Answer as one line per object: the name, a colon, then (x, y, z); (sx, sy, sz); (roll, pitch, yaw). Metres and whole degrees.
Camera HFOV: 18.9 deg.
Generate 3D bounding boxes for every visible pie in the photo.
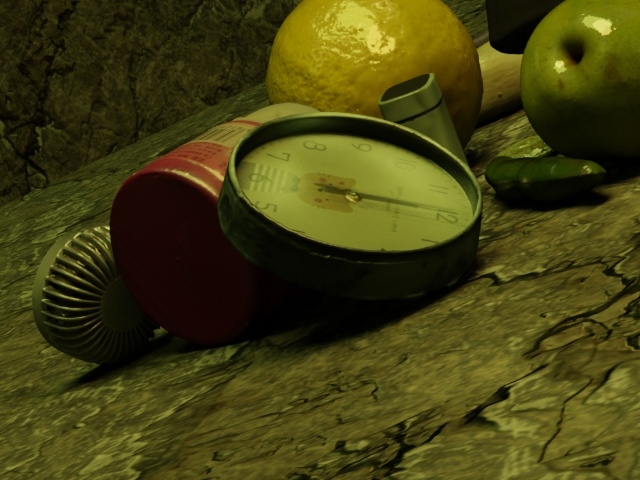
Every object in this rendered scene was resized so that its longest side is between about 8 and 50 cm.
pie: (0.217, -0.093, 1.998); (0.085, 0.017, 0.085); (-21, 11, 4)

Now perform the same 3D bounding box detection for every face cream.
face cream: (-0.068, -0.020, 1.758); (0.175, 0.175, 0.195); (-13, 14, 44)

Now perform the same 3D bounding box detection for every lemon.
lemon: (0.069, -0.161, 2.100); (0.240, 0.240, 0.219); (-25, 39, -15)

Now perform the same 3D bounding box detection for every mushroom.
mushroom: (0.195, -0.191, 2.381); (0.351, 0.095, 0.123); (-23, -8, -15)

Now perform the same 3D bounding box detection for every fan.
fan: (-0.162, 0.042, 1.839); (0.244, 0.130, 0.074); (-12, 20, -40)

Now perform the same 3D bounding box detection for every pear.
pear: (0.288, -0.143, 1.779); (0.180, 0.166, 0.216); (-20, -30, 35)

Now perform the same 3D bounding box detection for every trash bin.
trash bin: (0.108, -0.092, 1.899); (0.059, 0.130, 0.116); (-20, 9, 11)

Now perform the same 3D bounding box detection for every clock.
clock: (0.027, -0.033, 1.614); (0.226, 0.049, 0.226); (6, 34, -4)

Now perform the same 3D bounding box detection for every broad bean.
broad bean: (0.194, -0.058, 1.788); (0.060, 0.043, 0.297); (-14, 7, -12)

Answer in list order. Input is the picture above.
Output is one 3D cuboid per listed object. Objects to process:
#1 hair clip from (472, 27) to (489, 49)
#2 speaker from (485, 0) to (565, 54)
hair clip: (0.221, -0.262, 2.753); (0.137, 0.090, 0.278); (-14, 7, 41)
speaker: (0.362, -0.286, 1.891); (0.388, 0.180, 0.184); (-4, -2, -26)
